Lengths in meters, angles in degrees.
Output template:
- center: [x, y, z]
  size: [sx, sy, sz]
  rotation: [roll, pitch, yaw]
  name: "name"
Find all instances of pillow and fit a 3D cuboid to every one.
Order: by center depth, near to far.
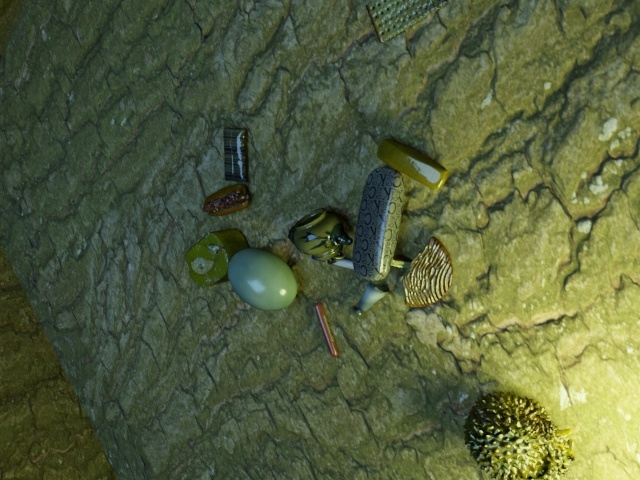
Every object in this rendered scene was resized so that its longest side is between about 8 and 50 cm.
- center: [-0.320, -0.317, 2.117]
  size: [0.113, 0.038, 0.203]
  rotation: [9, 107, 34]
  name: "pillow"

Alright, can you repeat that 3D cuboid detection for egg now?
- center: [-0.210, 0.139, 2.038]
  size: [0.283, 0.203, 0.202]
  rotation: [31, 117, 21]
  name: "egg"

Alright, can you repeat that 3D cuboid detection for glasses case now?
- center: [0.272, -0.231, 1.693]
  size: [0.234, 0.064, 0.079]
  rotation: [34, 112, 25]
  name: "glasses case"
- center: [0.178, -0.050, 1.764]
  size: [0.137, 0.085, 0.354]
  rotation: [20, 102, 51]
  name: "glasses case"

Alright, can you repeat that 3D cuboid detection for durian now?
- center: [0.542, 0.565, 1.583]
  size: [0.293, 0.258, 0.257]
  rotation: [20, 112, 19]
  name: "durian"

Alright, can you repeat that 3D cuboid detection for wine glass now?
- center: [0.157, 0.195, 1.870]
  size: [0.072, 0.072, 0.155]
  rotation: [46, 124, 18]
  name: "wine glass"

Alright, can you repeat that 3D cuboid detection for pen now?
- center: [0.085, 0.078, 1.919]
  size: [0.269, 0.033, 0.033]
  rotation: [14, 108, 33]
  name: "pen"

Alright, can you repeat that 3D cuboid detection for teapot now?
- center: [0.000, 0.000, 1.894]
  size: [0.270, 0.173, 0.182]
  rotation: [-13, 115, 47]
  name: "teapot"

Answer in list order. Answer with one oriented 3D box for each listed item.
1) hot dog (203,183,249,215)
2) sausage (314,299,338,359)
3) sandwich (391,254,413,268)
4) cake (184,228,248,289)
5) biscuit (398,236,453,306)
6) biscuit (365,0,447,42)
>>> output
- center: [-0.363, -0.150, 2.163]
  size: [0.249, 0.076, 0.102]
  rotation: [-12, 90, 38]
  name: "hot dog"
- center: [0.020, 0.317, 2.022]
  size: [0.029, 0.029, 0.222]
  rotation: [-20, 89, 37]
  name: "sausage"
- center: [0.252, 0.065, 1.793]
  size: [0.084, 0.044, 0.030]
  rotation: [10, 119, -11]
  name: "sandwich"
- center: [-0.401, 0.078, 2.201]
  size: [0.261, 0.156, 0.179]
  rotation: [-37, 72, 37]
  name: "cake"
- center: [0.319, 0.099, 1.745]
  size: [0.177, 0.031, 0.228]
  rotation: [3, 105, 27]
  name: "biscuit"
- center: [0.244, -0.680, 1.641]
  size: [0.232, 0.016, 0.138]
  rotation: [-22, 87, 37]
  name: "biscuit"
